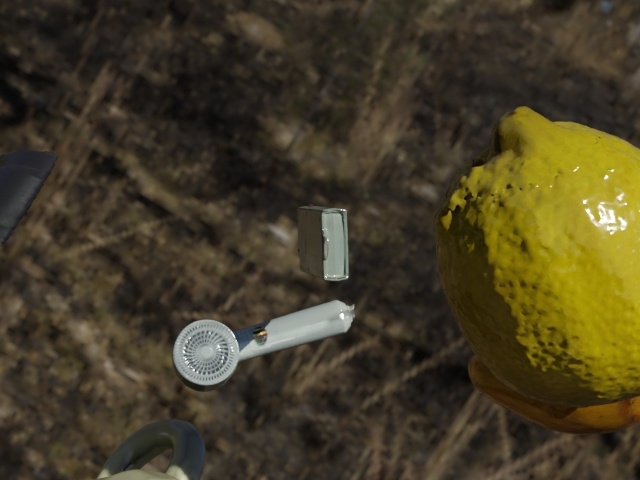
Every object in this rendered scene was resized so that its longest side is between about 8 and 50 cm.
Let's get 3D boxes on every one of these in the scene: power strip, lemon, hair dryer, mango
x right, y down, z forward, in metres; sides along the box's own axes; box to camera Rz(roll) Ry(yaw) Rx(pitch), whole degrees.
[{"bbox_3d":[0.000,0.000,1.028,0.019,0.051,0.136,-4,2,-8],"label":"power strip"},{"bbox_3d":[0.236,0.019,1.433,0.320,0.245,0.245,63,0,-18],"label":"lemon"},{"bbox_3d":[-0.040,0.070,1.072,0.082,0.137,0.047,117,-44,-81],"label":"hair dryer"},{"bbox_3d":[0.262,0.144,1.616,0.219,0.112,0.145,6,28,32],"label":"mango"}]

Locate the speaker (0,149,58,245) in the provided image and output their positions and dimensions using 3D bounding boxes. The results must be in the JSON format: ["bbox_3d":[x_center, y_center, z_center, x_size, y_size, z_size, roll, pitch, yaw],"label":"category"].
[{"bbox_3d":[-0.460,-0.100,1.350,0.388,0.184,0.180,36,40,-14],"label":"speaker"}]

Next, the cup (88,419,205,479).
[{"bbox_3d":[-0.213,0.335,1.705,0.255,0.202,0.173,-35,104,-47],"label":"cup"}]
